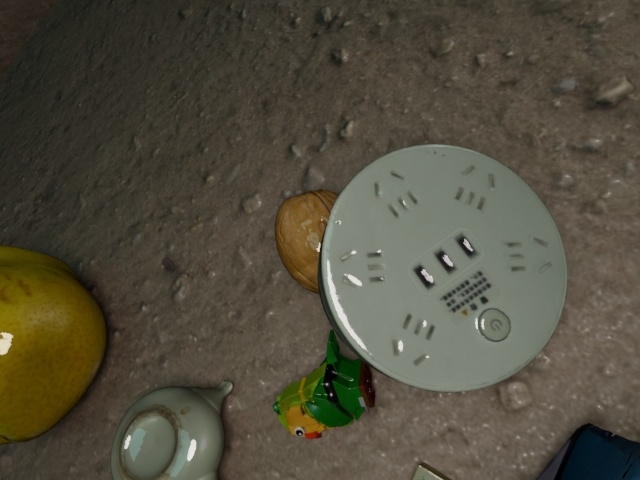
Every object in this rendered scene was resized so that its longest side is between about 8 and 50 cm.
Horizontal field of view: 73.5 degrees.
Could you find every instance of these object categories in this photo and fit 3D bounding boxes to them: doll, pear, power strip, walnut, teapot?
[{"bbox_3d":[0.005,0.257,0.720,0.134,0.106,0.186,41,110,-8],"label":"doll"},{"bbox_3d":[-0.654,0.215,0.914,0.362,0.362,0.419,-28,56,13],"label":"pear"},{"bbox_3d":[0.155,0.032,0.634,0.357,0.161,0.358,0,79,-2],"label":"power strip"},{"bbox_3d":[0.000,0.000,0.798,0.165,0.165,0.197,-28,59,13],"label":"walnut"},{"bbox_3d":[-0.239,0.416,0.752,0.219,0.149,0.318,-26,61,6],"label":"teapot"}]

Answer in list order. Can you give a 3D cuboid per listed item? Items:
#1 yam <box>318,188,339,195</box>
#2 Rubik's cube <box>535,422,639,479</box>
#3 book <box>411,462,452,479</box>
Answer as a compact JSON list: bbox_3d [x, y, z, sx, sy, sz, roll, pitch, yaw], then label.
[{"bbox_3d":[0.128,-0.048,0.826,0.326,0.045,0.045,19,49,30],"label":"yam"},{"bbox_3d":[0.318,0.397,0.393,0.305,0.310,0.307,37,88,26],"label":"Rubik's cube"},{"bbox_3d":[0.215,0.450,0.601,0.230,0.026,0.161,22,82,30],"label":"book"}]
